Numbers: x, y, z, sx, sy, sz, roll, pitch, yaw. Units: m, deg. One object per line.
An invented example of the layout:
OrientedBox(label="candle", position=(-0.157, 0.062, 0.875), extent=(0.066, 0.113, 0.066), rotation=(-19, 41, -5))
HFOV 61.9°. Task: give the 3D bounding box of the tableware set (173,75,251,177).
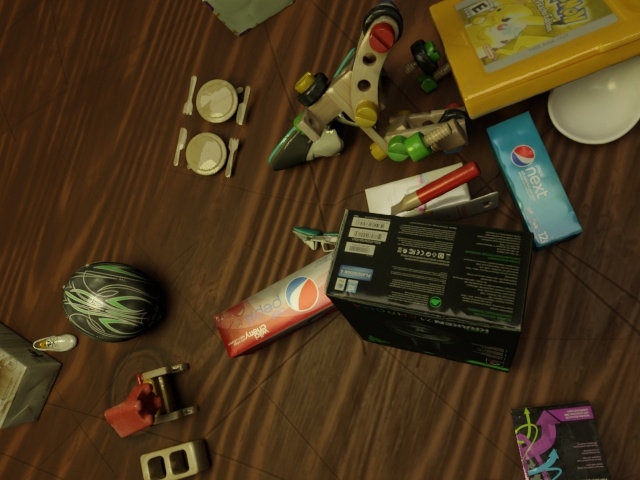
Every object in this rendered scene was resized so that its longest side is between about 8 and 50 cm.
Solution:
OrientedBox(label="tableware set", position=(-0.217, -0.227, 1.085), extent=(0.128, 0.039, 0.194), rotation=(13, 93, 9))

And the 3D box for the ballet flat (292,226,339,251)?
OrientedBox(label="ballet flat", position=(0.000, 0.000, 0.977), extent=(0.114, 0.041, 0.041), rotation=(7, 85, 21))

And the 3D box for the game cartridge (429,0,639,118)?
OrientedBox(label="game cartridge", position=(0.352, -0.349, 0.827), extent=(0.324, 0.052, 0.285), rotation=(-20, 48, 18))

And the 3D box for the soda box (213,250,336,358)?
OrientedBox(label="soda box", position=(-0.052, 0.115, 0.948), extent=(0.263, 0.092, 0.083), rotation=(-30, 75, 13))

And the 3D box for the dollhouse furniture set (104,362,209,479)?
OrientedBox(label="dollhouse furniture set", position=(-0.308, 0.423, 0.935), extent=(0.152, 0.201, 0.373), rotation=(-21, 77, 15))

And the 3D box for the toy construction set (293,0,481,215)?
OrientedBox(label="toy construction set", position=(0.089, -0.174, 0.831), extent=(0.237, 0.257, 0.308), rotation=(-29, 54, 28))

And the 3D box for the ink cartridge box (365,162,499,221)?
OrientedBox(label="ink cartridge box", position=(0.186, -0.068, 0.880), extent=(0.198, 0.115, 0.067), rotation=(-14, 78, 16))

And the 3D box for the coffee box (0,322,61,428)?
OrientedBox(label="coffee box", position=(-0.702, 0.274, 1.147), extent=(0.247, 0.098, 0.141), rotation=(23, 90, 21))

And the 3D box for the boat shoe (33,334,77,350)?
OrientedBox(label="boat shoe", position=(-0.571, 0.221, 1.143), extent=(0.100, 0.035, 0.035), rotation=(-6, 80, 19))

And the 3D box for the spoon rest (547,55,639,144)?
OrientedBox(label="spoon rest", position=(0.463, -0.280, 0.831), extent=(0.137, 0.084, 0.276), rotation=(29, 92, 21))

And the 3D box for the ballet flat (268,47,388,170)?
OrientedBox(label="ballet flat", position=(0.021, -0.221, 0.974), extent=(0.096, 0.095, 0.280), rotation=(39, 96, 8))

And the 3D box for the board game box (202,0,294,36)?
OrientedBox(label="board game box", position=(-0.187, -0.584, 1.068), extent=(0.142, 0.144, 0.275), rotation=(-26, 74, 14))

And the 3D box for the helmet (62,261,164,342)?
OrientedBox(label="helmet", position=(-0.404, 0.119, 1.032), extent=(0.170, 0.161, 0.169), rotation=(-3, 81, 19))

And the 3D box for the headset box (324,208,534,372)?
OrientedBox(label="headset box", position=(0.167, 0.084, 0.785), extent=(0.247, 0.283, 0.131), rotation=(9, 70, 19))

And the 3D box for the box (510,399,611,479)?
OrientedBox(label="box", position=(0.357, 0.326, 0.786), extent=(0.116, 0.029, 0.162), rotation=(-13, 61, 17))

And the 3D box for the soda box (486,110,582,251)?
OrientedBox(label="soda box", position=(0.339, -0.092, 0.855), extent=(0.071, 0.067, 0.210), rotation=(-22, 76, 15))
